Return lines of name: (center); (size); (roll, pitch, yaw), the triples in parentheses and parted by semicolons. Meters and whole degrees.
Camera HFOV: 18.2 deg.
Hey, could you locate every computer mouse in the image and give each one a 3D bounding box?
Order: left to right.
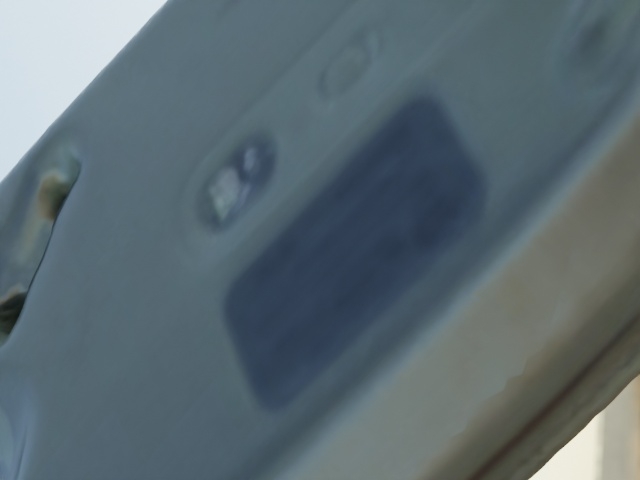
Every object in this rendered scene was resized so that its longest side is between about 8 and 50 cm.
computer mouse: (0.005, 0.002, 0.540); (0.095, 0.331, 0.197); (23, -147, -44)
